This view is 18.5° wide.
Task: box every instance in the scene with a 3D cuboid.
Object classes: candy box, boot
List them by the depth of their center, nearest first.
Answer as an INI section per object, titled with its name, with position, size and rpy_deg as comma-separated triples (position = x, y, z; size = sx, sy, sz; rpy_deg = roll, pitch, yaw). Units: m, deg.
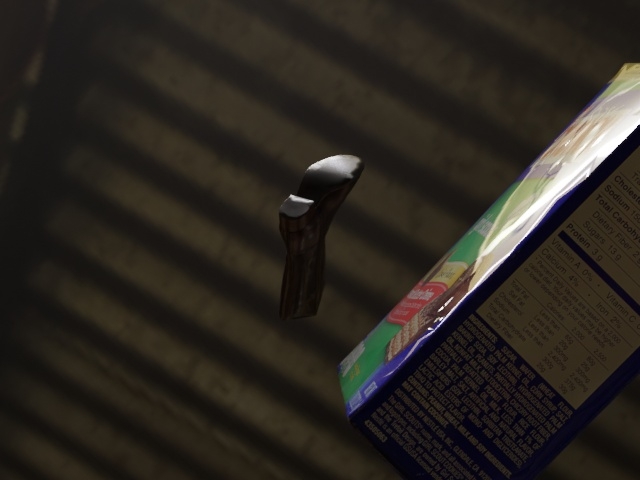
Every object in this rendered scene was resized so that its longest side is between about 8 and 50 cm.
[candy box]
position = 0.160, 0.028, 1.319
size = 0.317, 0.268, 0.122
rpy_deg = -45, -87, 2
[boot]
position = 0.000, 0.000, 1.563
size = 0.037, 0.106, 0.114
rpy_deg = 24, -44, 29
